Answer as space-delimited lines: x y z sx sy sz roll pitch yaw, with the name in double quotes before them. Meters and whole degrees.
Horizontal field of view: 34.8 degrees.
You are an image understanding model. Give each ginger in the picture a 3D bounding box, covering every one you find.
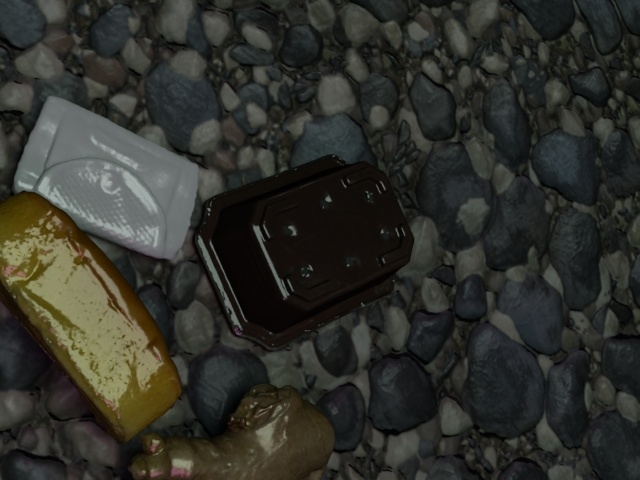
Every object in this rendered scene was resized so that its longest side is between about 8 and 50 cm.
"ginger" -0.080 0.222 0.986 0.213 0.074 0.137 -18 93 -43

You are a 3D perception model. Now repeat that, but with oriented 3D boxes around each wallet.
"wallet" -0.207 -0.060 1.018 0.183 0.032 0.124 25 61 -24

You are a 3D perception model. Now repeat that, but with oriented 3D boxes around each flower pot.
"flower pot" 0.000 0.000 1.103 0.251 0.084 0.179 -23 89 -36

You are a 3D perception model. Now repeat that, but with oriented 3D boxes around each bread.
"bread" -0.222 0.069 0.929 0.094 0.102 0.245 -41 98 -28
